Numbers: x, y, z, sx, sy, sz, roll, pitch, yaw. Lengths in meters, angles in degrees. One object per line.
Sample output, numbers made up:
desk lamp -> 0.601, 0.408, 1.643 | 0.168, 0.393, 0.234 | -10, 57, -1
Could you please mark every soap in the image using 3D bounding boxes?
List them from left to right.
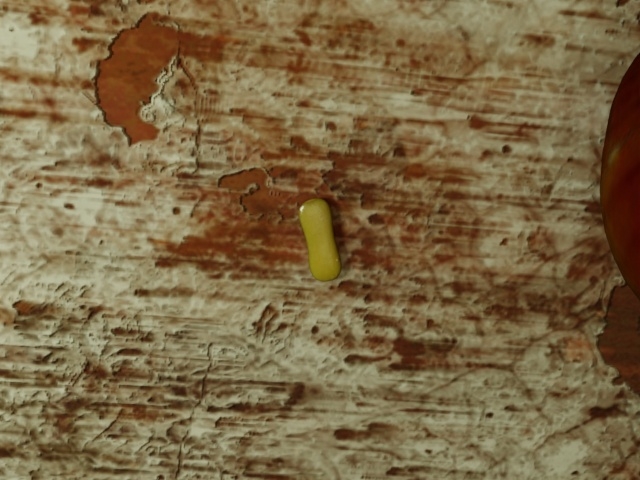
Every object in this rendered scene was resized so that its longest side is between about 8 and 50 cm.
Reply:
soap -> 0.000, 0.000, 1.045 | 0.034, 0.012, 0.089 | -11, 109, -2

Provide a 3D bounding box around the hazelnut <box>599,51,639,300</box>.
hazelnut -> 0.449, -0.069, 0.921 | 0.409, 0.359, 0.359 | -17, 110, -5
